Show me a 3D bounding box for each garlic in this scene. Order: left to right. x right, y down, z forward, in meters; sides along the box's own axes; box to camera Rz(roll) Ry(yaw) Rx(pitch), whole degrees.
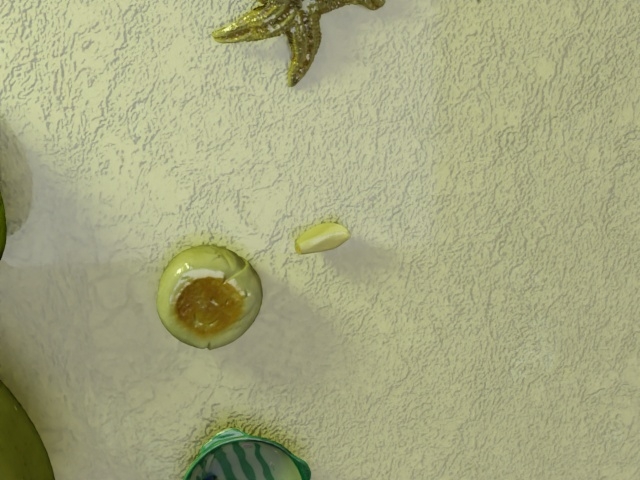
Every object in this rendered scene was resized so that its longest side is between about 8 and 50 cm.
[{"bbox_3d":[0.000,0.000,1.473,0.083,0.053,0.041,-20,105,-11],"label":"garlic"}]

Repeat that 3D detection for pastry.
[{"bbox_3d":[-0.164,0.081,1.454,0.156,0.092,0.156,-1,104,-4],"label":"pastry"}]

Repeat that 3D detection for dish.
[{"bbox_3d":[-0.134,0.389,1.544,0.246,0.078,0.224,-24,106,-2],"label":"dish"}]

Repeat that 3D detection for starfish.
[{"bbox_3d":[-0.041,-0.330,1.375,0.277,0.062,0.236,9,117,-23],"label":"starfish"}]

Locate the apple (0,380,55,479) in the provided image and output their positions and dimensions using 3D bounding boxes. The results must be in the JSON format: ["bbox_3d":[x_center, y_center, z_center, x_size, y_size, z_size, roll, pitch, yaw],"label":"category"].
[{"bbox_3d":[-0.589,0.342,1.289,0.473,0.473,0.474,-2,105,-8],"label":"apple"}]

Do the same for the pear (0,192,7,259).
[{"bbox_3d":[-0.565,-0.047,1.290,0.318,0.238,0.342,35,97,-7],"label":"pear"}]
